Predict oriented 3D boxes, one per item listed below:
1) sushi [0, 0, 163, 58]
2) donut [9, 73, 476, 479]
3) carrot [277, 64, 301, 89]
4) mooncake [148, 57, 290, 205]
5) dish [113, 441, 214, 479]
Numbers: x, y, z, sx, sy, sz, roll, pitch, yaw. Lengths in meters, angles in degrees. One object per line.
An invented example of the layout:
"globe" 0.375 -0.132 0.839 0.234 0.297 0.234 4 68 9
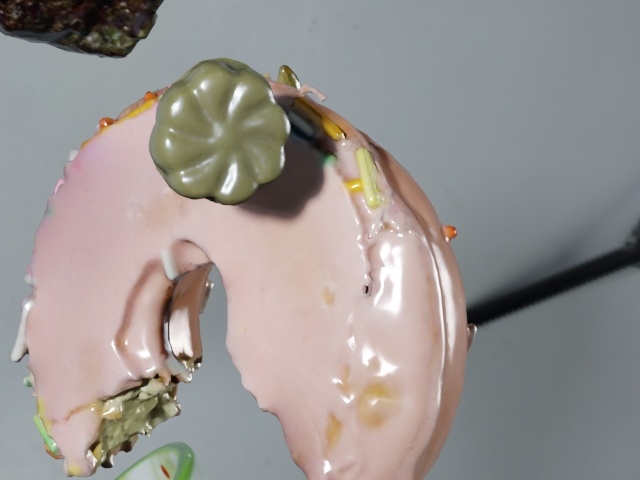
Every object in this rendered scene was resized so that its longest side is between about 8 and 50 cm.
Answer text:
"sushi" -0.151 -0.270 1.064 0.182 0.196 0.343 22 124 -27
"donut" -0.033 0.023 0.756 0.085 0.233 0.199 -4 102 -56
"carrot" 0.000 0.000 1.077 0.049 0.049 0.254 -26 123 -22
"mooncake" -0.036 -0.181 0.587 0.150 0.057 0.347 -25 120 -13
"dish" -0.151 0.288 1.041 0.124 0.324 0.324 43 75 -7
